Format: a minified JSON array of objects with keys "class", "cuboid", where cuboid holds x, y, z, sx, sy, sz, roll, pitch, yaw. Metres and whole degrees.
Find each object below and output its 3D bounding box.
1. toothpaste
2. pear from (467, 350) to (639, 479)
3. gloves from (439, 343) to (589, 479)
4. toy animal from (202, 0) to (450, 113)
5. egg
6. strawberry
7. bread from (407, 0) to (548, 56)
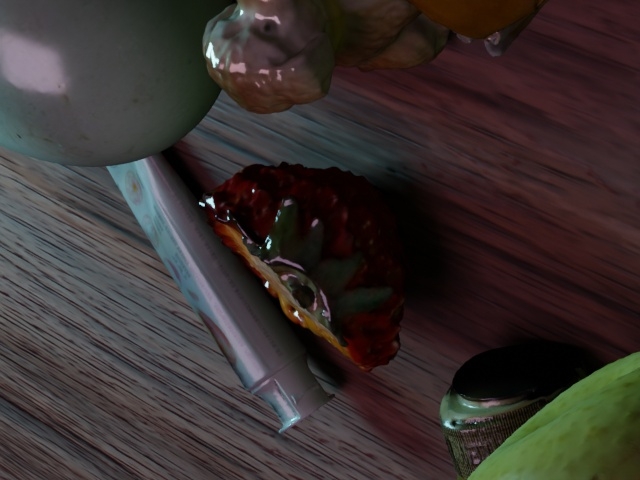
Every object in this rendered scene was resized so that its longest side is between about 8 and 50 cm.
[{"class":"toothpaste","cuboid":[-0.103,0.021,1.617,0.323,0.066,0.100,55,154,2]},{"class":"pear","cuboid":[0.236,0.222,1.122,0.348,0.348,0.348,33,145,27]},{"class":"gloves","cuboid":[0.170,0.239,1.403,0.141,0.154,0.331,17,129,46]},{"class":"toy animal","cuboid":[-0.002,-0.124,1.207,0.104,0.185,0.184,42,148,11]},{"class":"egg","cuboid":[-0.215,-0.193,1.374,0.371,0.230,0.230,37,147,36]},{"class":"strawberry","cuboid":[0.000,0.000,1.433,0.190,0.111,0.236,45,174,-10]},{"class":"bread","cuboid":[0.059,-0.232,1.093,0.241,0.107,0.136,45,146,9]}]
